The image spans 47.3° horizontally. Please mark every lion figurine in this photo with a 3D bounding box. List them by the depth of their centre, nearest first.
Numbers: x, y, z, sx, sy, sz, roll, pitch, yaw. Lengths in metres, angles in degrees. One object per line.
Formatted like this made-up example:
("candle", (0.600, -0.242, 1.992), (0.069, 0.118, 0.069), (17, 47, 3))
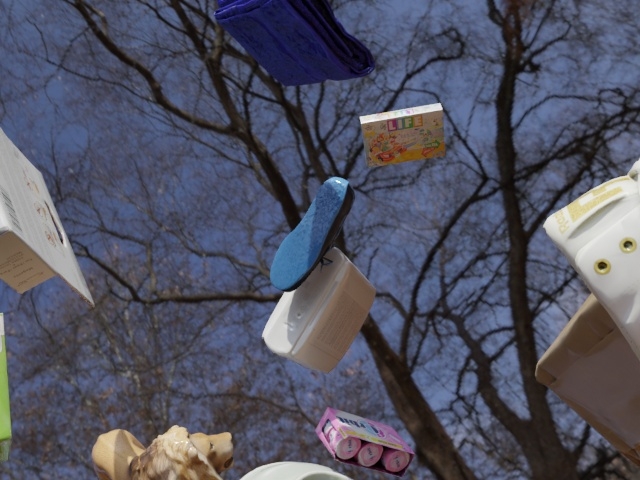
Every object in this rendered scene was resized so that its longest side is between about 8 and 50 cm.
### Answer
("lion figurine", (-0.270, 0.369, 1.136), (0.142, 0.392, 0.240), (-50, -56, -39))

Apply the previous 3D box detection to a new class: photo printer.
("photo printer", (0.012, 0.166, 1.645), (0.256, 0.107, 0.307), (-59, -25, -6))

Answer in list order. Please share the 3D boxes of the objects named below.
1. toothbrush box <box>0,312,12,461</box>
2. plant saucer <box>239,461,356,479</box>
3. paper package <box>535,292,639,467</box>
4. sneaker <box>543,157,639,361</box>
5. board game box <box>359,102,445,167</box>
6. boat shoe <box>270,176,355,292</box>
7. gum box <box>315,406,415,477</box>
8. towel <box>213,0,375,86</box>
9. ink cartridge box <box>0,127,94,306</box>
("toothbrush box", (-0.615, 0.233, 1.079), (0.283, 0.206, 0.122), (-2, -30, -25))
("plant saucer", (0.018, 0.541, 1.358), (0.401, 0.400, 0.100), (7, -61, -37))
("paper package", (0.350, 0.014, 0.588), (0.325, 0.168, 0.309), (-48, -19, -11))
("sneaker", (0.183, -0.051, 0.352), (0.169, 0.108, 0.292), (-18, -82, 21))
("board game box", (0.158, -0.200, 1.399), (0.154, 0.026, 0.103), (-9, -51, 3))
("boat shoe", (0.000, 0.000, 1.485), (0.258, 0.109, 0.089), (-53, -29, 4))
("gum box", (0.088, 0.416, 1.511), (0.188, 0.107, 0.062), (24, -82, -28))
("towel", (-0.060, -0.356, 1.267), (0.076, 0.308, 0.227), (-48, -65, -13))
("ink cartridge box", (-0.417, -0.048, 0.980), (0.060, 0.275, 0.239), (-28, -28, -7))
